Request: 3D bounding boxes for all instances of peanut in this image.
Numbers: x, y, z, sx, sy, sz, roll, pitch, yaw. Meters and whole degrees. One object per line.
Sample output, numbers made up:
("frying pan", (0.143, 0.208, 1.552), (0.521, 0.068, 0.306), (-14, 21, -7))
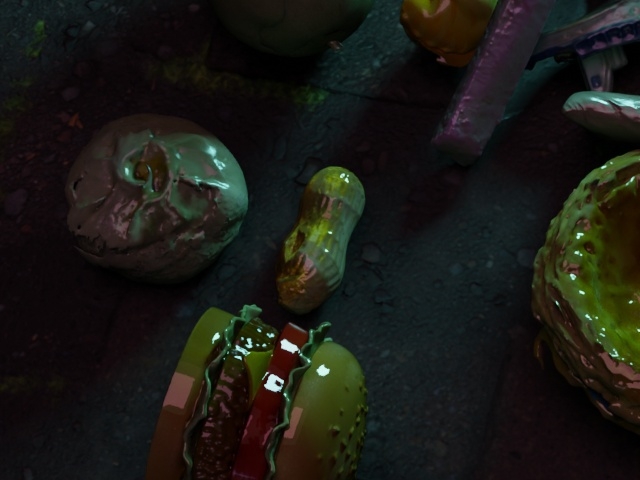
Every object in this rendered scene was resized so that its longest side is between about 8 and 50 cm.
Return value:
("peanut", (0.000, 0.000, 1.791), (0.087, 0.087, 0.207), (14, 65, 14))

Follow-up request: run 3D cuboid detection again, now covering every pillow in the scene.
("pillow", (0.437, -0.143, 1.756), (0.270, 0.173, 0.067), (7, 93, 13))

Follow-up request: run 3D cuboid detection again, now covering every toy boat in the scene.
("toy boat", (0.395, -0.253, 1.850), (0.262, 0.114, 0.115), (-24, 94, 3))

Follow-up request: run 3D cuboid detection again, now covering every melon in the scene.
("melon", (-0.043, -0.395, 1.888), (0.268, 0.268, 0.330), (-20, 72, -2))

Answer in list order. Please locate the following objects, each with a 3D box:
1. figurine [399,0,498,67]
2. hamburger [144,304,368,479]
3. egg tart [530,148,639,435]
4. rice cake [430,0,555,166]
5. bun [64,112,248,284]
("figurine", (0.198, -0.334, 1.899), (0.131, 0.156, 0.246), (35, 67, 0))
("hamburger", (-0.056, 0.215, 1.596), (0.212, 0.274, 0.274), (16, 67, 8))
("egg tart", (0.429, 0.073, 1.650), (0.387, 0.169, 0.388), (-2, 63, 3))
("rice cake", (0.245, -0.267, 1.818), (0.072, 0.056, 0.365), (23, 96, -14))
("bun", (-0.218, -0.060, 1.819), (0.239, 0.141, 0.239), (-2, 66, 5))
